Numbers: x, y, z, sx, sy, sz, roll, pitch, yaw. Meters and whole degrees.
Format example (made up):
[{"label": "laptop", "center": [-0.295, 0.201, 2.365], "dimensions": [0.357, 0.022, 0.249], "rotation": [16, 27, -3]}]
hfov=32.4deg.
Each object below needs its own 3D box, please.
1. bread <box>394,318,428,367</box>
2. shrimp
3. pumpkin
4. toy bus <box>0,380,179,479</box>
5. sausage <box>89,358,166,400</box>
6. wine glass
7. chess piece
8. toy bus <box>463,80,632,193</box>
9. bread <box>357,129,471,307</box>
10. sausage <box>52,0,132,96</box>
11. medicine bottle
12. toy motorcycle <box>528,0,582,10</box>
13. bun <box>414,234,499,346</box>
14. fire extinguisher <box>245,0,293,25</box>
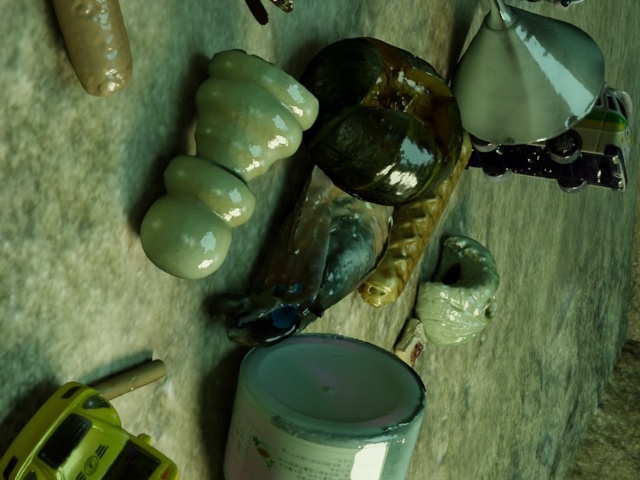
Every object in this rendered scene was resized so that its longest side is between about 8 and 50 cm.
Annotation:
[{"label": "bread", "center": [0.161, 0.187, 1.966], "dimensions": [0.083, 0.035, 0.070], "rotation": [-55, 146, -32]}, {"label": "shrimp", "center": [0.000, 0.000, 1.483], "dimensions": [0.445, 0.110, 0.221], "rotation": [-50, 138, -49]}, {"label": "pumpkin", "center": [0.073, -0.151, 1.430], "dimensions": [0.238, 0.159, 0.238], "rotation": [21, 51, -28]}, {"label": "toy bus", "center": [-0.210, 0.301, 1.138], "dimensions": [0.144, 0.152, 0.330], "rotation": [-54, 147, -36]}, {"label": "sausage", "center": [-0.213, 0.155, 1.207], "dimensions": [0.132, 0.024, 0.024], "rotation": [-18, 118, -62]}, {"label": "wine glass", "center": [0.273, -0.362, 1.691], "dimensions": [0.267, 0.267, 0.406], "rotation": [-66, 148, -21]}, {"label": "chess piece", "center": [-0.111, -0.072, 1.201], "dimensions": [0.243, 0.133, 0.133], "rotation": [-63, 152, -13]}, {"label": "toy bus", "center": [0.404, -0.199, 1.961], "dimensions": [0.179, 0.306, 0.143], "rotation": [-70, 153, -19]}, {"label": "bread", "center": [0.156, -0.043, 1.795], "dimensions": [0.077, 0.084, 0.367], "rotation": [41, 60, -17]}, {"label": "sausage", "center": [-0.214, -0.265, 0.959], "dimensions": [0.066, 0.066, 0.301], "rotation": [-47, 139, -46]}, {"label": "medicine bottle", "center": [-0.007, 0.301, 1.445], "dimensions": [0.245, 0.245, 0.289], "rotation": [-32, 138, -55]}, {"label": "toy motorcycle", "center": [0.356, -0.481, 1.855], "dimensions": [0.143, 0.188, 0.327], "rotation": [-67, 154, -5]}, {"label": "bun", "center": [0.263, 0.096, 2.026], "dimensions": [0.204, 0.127, 0.212], "rotation": [35, 70, -65]}, {"label": "fire extinguisher", "center": [-0.014, -0.344, 1.246], "dimensions": [0.105, 0.141, 0.341], "rotation": [-43, -174, 43]}]
